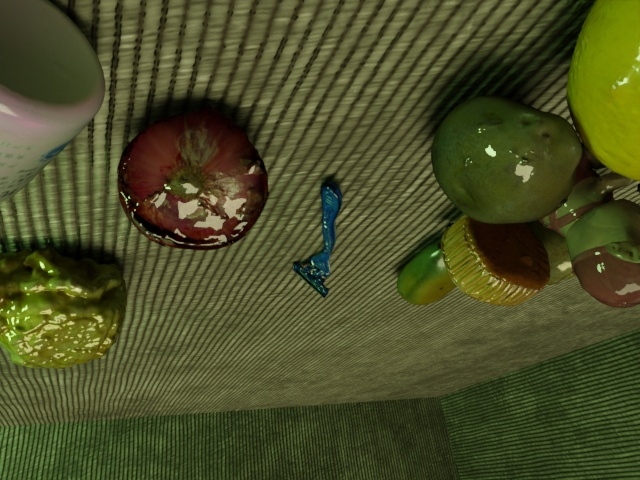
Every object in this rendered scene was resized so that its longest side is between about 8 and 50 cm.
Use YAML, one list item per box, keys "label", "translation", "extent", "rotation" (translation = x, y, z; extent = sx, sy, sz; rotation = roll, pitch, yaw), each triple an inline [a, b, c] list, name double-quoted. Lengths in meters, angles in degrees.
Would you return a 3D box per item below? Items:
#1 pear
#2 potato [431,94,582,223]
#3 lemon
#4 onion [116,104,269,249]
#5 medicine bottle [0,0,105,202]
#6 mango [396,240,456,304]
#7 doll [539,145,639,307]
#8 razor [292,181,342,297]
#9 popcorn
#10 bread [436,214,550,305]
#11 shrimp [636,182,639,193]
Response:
- label: "pear"
  translation: [0.491, 0.015, 0.905]
  extent: [0.167, 0.137, 0.167]
  rotation: [-9, 154, -4]
- label: "potato"
  translation: [0.234, -0.102, 0.569]
  extent: [0.178, 0.160, 0.235]
  rotation: [5, -179, 7]
- label: "lemon"
  translation: [0.367, -0.174, 0.424]
  extent: [0.233, 0.233, 0.288]
  rotation: [-12, 148, 6]
- label: "onion"
  translation: [-0.159, -0.079, 0.568]
  extent: [0.184, 0.147, 0.184]
  rotation: [-6, 114, -14]
- label: "medicine bottle"
  translation: [-0.337, -0.114, 0.421]
  extent: [0.254, 0.152, 0.152]
  rotation: [-28, 146, 30]
- label: "mango"
  translation: [0.258, 0.074, 0.996]
  extent: [0.137, 0.091, 0.237]
  rotation: [-3, 152, -23]
- label: "doll"
  translation: [0.452, -0.016, 0.710]
  extent: [0.196, 0.256, 0.152]
  rotation: [16, 138, -38]
- label: "razor"
  translation: [0.008, -0.007, 0.825]
  extent: [0.056, 0.093, 0.324]
  rotation: [-41, 161, -29]
- label: "popcorn"
  translation: [-0.465, 0.114, 0.796]
  extent: [0.225, 0.174, 0.286]
  rotation: [-22, 142, -7]
- label: "bread"
  translation: [0.328, 0.025, 0.824]
  extent: [0.199, 0.199, 0.104]
  rotation: [6, 148, -25]
- label: "shrimp"
  translation: [0.621, -0.155, 0.711]
  extent: [0.145, 0.059, 0.254]
  rotation: [14, 144, -31]
